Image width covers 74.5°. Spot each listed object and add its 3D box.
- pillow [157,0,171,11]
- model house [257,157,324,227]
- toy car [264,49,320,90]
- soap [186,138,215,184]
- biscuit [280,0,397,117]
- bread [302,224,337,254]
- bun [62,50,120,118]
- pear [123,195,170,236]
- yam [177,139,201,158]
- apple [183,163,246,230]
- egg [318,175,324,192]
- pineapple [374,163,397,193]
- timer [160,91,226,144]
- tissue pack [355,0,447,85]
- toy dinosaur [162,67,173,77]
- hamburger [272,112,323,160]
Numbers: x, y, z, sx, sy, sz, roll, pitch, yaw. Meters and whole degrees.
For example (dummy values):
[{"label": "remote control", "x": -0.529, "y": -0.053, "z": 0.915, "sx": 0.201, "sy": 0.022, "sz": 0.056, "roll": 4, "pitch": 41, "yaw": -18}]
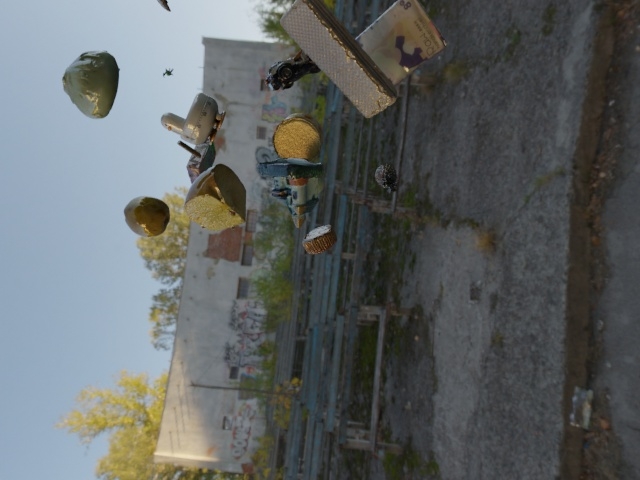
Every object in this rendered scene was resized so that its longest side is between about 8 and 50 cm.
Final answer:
[{"label": "pillow", "x": -0.821, "y": -1.254, "z": 2.078, "sx": 0.126, "sy": 0.043, "sz": 0.232, "roll": 51, "pitch": 172, "yaw": 40}, {"label": "model house", "x": -0.110, "y": -0.181, "z": 1.681, "sx": 0.184, "sy": 0.253, "sz": 0.291, "roll": -24, "pitch": -64, "yaw": -41}, {"label": "toy car", "x": -0.105, "y": -0.752, "z": 1.815, "sx": 0.118, "sy": 0.301, "sz": 0.193, "roll": 61, "pitch": 179, "yaw": -13}, {"label": "soap", "x": -0.721, "y": -0.471, "z": 2.546, "sx": 0.218, "sy": 0.098, "sz": 0.273, "roll": 99, "pitch": -179, "yaw": -56}, {"label": "biscuit", "x": 0.068, "y": -0.574, "z": 1.326, "sx": 0.144, "sy": 0.426, "sz": 0.078, "roll": -18, "pitch": 38, "yaw": 50}, {"label": "bread", "x": -0.001, "y": 0.000, "z": 2.273, "sx": 0.199, "sy": 0.199, "sz": 0.104, "roll": -80, "pitch": -33, "yaw": -72}, {"label": "bun", "x": -0.984, "y": -0.670, "z": 1.779, "sx": 0.187, "sy": 0.293, "sz": 0.293, "roll": 13, "pitch": -99, "yaw": -46}, {"label": "pear", "x": -0.829, "y": -0.118, "z": 2.006, "sx": 0.209, "sy": 0.209, "sz": 0.209, "roll": 6, "pitch": -90, "yaw": -89}, {"label": "yam", "x": -0.700, "y": -0.487, "z": 2.256, "sx": 0.145, "sy": 0.032, "sz": 0.032, "roll": 33, "pitch": -125, "yaw": -45}, {"label": "apple", "x": -0.492, "y": -0.202, "z": 2.001, "sx": 0.314, "sy": 0.252, "sz": 0.309, "roll": -53, "pitch": -38, "yaw": -8}, {"label": "egg", "x": -0.053, "y": -0.303, "z": 2.146, "sx": 0.192, "sy": 0.149, "sz": 0.149, "roll": 76, "pitch": -160, "yaw": -75}, {"label": "pineapple", "x": 0.311, "y": -0.276, "z": 1.939, "sx": 0.198, "sy": 0.108, "sz": 0.108, "roll": -96, "pitch": 9, "yaw": -56}, {"label": "timer", "x": -0.569, "y": -0.550, "z": 1.883, "sx": 0.233, "sy": 0.240, "sz": 0.233, "roll": -51, "pitch": 26, "yaw": 38}, {"label": "tissue pack", "x": 0.270, "y": -0.716, "z": 1.584, "sx": 0.242, "sy": 0.343, "sz": 0.125, "roll": 52, "pitch": -156, "yaw": -7}, {"label": "toy dinosaur", "x": -0.716, "y": -0.782, "z": 1.983, "sx": 0.062, "sy": 0.021, "sz": 0.083, "roll": -57, "pitch": -5, "yaw": -19}, {"label": "hamburger", "x": -0.129, "y": -0.551, "z": 2.314, "sx": 0.302, "sy": 0.261, "sz": 0.186, "roll": -41, "pitch": 16, "yaw": 21}]
